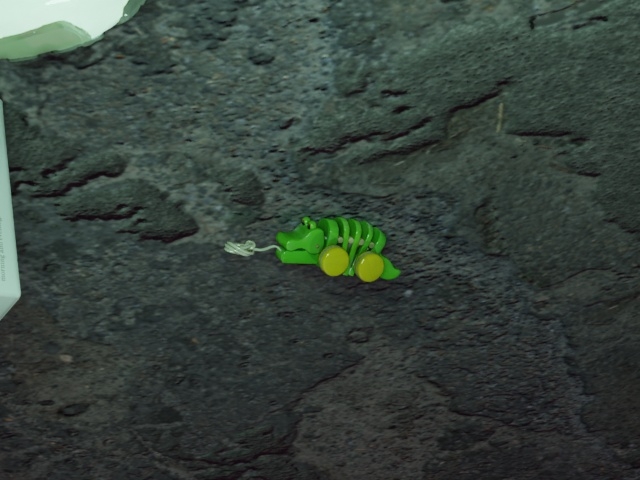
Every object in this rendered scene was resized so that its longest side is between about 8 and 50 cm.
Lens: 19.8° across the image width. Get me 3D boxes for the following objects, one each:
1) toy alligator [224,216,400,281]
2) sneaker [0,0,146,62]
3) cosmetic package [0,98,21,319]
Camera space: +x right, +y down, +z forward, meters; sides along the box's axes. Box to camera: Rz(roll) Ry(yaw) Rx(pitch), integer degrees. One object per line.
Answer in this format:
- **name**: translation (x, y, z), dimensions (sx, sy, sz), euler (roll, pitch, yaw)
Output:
- **toy alligator**: translation (0.000, 0.000, 1.711), dimensions (0.190, 0.056, 0.051), euler (10, 104, -30)
- **sneaker**: translation (-0.322, -0.207, 1.190), dimensions (0.410, 0.158, 0.182), euler (-9, 121, 3)
- **cosmetic package**: translation (-0.425, -0.029, 1.367), dimensions (0.365, 0.197, 0.155), euler (11, 144, -31)
